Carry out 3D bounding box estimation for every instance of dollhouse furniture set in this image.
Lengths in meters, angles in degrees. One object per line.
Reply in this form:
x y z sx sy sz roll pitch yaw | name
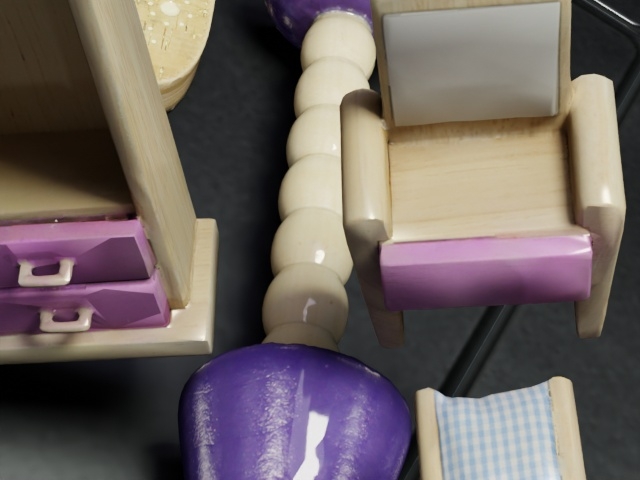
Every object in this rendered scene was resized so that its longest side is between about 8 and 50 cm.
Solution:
-0.063 0.065 0.377 0.286 0.198 0.303 -3 55 5 | dollhouse furniture set

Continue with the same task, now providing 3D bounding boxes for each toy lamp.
0.000 0.000 0.592 0.080 0.080 0.274 17 52 -10 | toy lamp

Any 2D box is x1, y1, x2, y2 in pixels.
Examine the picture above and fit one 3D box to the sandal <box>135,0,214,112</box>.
-0.066 -0.165 0.685 0.088 0.079 0.240 10 52 -15 | sandal
